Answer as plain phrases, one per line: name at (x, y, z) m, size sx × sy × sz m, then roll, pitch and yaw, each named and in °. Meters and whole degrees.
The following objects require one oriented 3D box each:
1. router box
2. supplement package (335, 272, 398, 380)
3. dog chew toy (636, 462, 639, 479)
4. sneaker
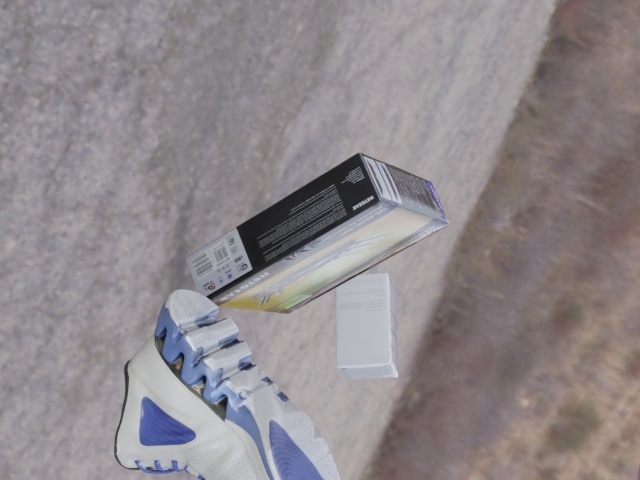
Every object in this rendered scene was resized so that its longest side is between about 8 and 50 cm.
router box at (0.000, 0.000, 1.678) m, size 0.309 × 0.081 × 0.243 m, roll -30°, pitch 160°, yaw 23°
supplement package at (0.088, 0.164, 2.208) m, size 0.105 × 0.105 × 0.179 m, roll 62°, pitch 26°, yaw -66°
dog chew toy at (0.550, 0.343, 1.659) m, size 0.332 × 0.207 × 0.206 m, roll -45°, pitch 163°, yaw -18°
sneaker at (-0.124, 0.230, 1.331) m, size 0.182 × 0.315 × 0.127 m, roll -42°, pitch 165°, yaw 26°
